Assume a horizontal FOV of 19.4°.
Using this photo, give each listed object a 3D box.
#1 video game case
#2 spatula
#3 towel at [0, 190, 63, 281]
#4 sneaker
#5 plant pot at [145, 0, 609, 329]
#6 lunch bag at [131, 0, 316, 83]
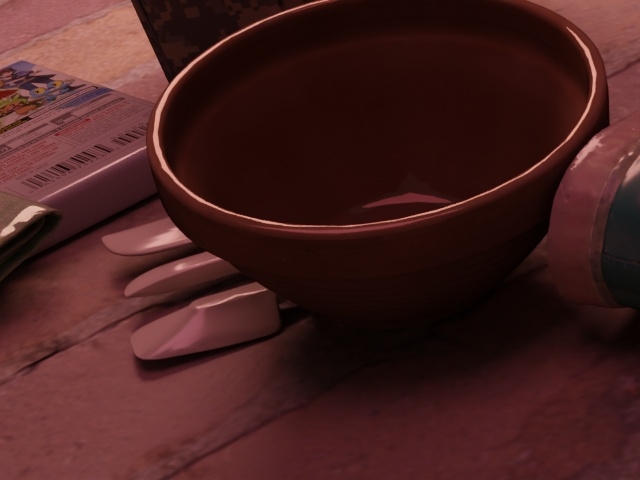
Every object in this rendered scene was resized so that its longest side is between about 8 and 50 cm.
[{"bbox_3d":[-0.279,-0.026,1.288,0.329,0.036,0.300,-29,27,-25],"label":"video game case"},{"bbox_3d":[0.000,0.000,1.082,0.242,0.019,0.168,-15,23,-7],"label":"spatula"},{"bbox_3d":[-0.359,0.006,1.140,0.325,0.038,0.248,17,44,29],"label":"towel"},{"bbox_3d":[0.240,-0.050,0.943,0.121,0.108,0.302,13,40,36],"label":"sneaker"},{"bbox_3d":[0.034,-0.031,0.983,0.237,0.109,0.237,-6,35,5],"label":"plant pot"},{"bbox_3d":[-0.013,-0.261,1.308,0.256,0.305,0.212,-14,27,15],"label":"lunch bag"}]
